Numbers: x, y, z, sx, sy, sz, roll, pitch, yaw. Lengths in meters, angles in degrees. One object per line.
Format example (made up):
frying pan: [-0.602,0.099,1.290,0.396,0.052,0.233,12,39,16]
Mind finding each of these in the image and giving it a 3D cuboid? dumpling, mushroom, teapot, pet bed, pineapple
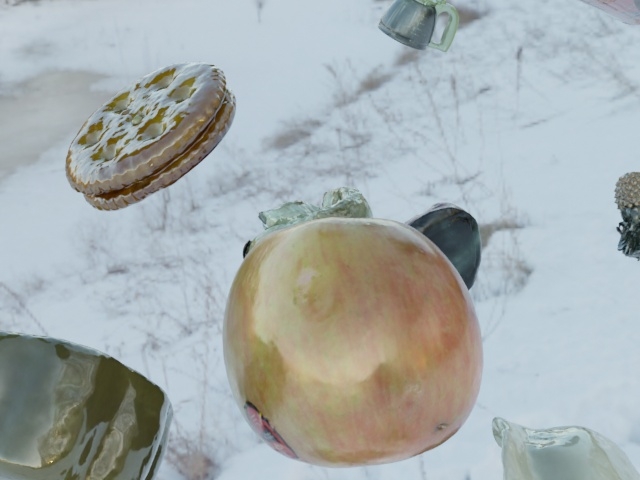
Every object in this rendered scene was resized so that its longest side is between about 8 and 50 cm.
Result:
dumpling: [0.251,0.256,0.852,0.250,0.132,0.162,27,24,-42]
mushroom: [0.000,0.008,1.630,0.267,0.189,0.164,-20,11,-33]
teapot: [0.166,-0.377,1.419,0.124,0.090,0.092,-1,38,-43]
pet bed: [0.201,0.033,1.480,0.201,0.201,0.053,-14,24,-20]
pineapple: [0.557,-0.042,1.489,0.074,0.074,0.159,2,67,16]

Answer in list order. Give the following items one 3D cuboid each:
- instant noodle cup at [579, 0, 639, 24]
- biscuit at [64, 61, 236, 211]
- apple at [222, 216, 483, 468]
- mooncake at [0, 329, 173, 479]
instant noodle cup: [0.477,-0.465,1.324,0.231,0.243,0.243,11,7,-44]
biscuit: [-0.194,-0.121,0.962,0.220,0.066,0.220,-22,37,18]
apple: [0.041,0.136,1.244,0.392,0.346,0.391,-11,2,0]
mooncake: [-0.402,0.275,1.144,0.379,0.378,0.200,1,58,13]
